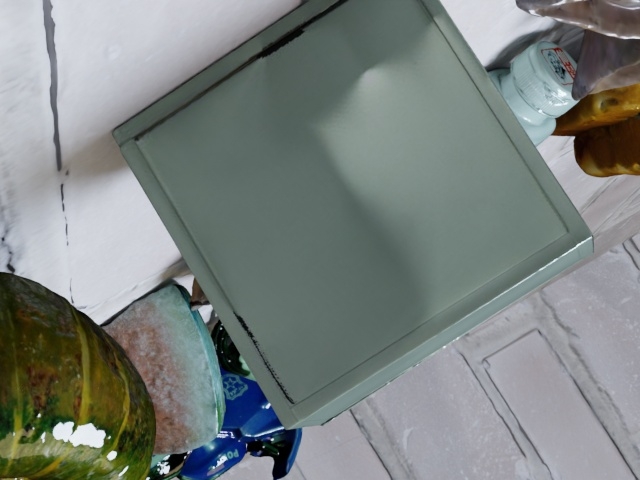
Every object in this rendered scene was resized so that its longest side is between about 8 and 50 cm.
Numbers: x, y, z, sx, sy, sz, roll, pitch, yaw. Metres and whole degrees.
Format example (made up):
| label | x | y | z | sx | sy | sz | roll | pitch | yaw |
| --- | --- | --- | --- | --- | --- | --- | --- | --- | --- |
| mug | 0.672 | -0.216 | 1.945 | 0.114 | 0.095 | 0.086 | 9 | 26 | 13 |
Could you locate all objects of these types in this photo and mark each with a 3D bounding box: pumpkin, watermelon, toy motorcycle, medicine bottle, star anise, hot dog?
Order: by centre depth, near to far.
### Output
| label | x | y | z | sx | sy | sz | roll | pitch | yaw |
| --- | --- | --- | --- | --- | --- | --- | --- | --- | --- |
| pumpkin | -0.249 | 0.123 | 1.012 | 0.260 | 0.189 | 0.260 | -18 | 140 | -15 |
| star anise | 0.314 | -0.234 | 1.152 | 0.349 | 0.109 | 0.292 | -41 | 160 | 27 |
| medicine bottle | 0.144 | -0.094 | 1.365 | 0.229 | 0.083 | 0.121 | -39 | 169 | 38 |
| hot dog | 0.293 | -0.128 | 1.423 | 0.100 | 0.135 | 0.337 | -50 | -177 | -3 |
| watermelon | -0.208 | 0.152 | 1.426 | 0.241 | 0.154 | 0.094 | -20 | 171 | 10 |
| toy motorcycle | -0.149 | 0.210 | 1.609 | 0.331 | 0.196 | 0.125 | -28 | 169 | -25 |

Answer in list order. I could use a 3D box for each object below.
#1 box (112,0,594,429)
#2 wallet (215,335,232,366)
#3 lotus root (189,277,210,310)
| label | x | y | z | sx | sy | sz | roll | pitch | yaw |
| --- | --- | --- | --- | --- | --- | --- | --- | --- | --- |
| box | 0.025 | -0.029 | 0.967 | 0.225 | 0.225 | 0.117 | -33 | 169 | 6 |
| wallet | 0.001 | 0.115 | 1.933 | 0.228 | 0.062 | 0.406 | -36 | 168 | 22 |
| lotus root | 0.000 | 0.000 | 1.433 | 0.167 | 0.078 | 0.329 | -11 | -179 | 28 |
